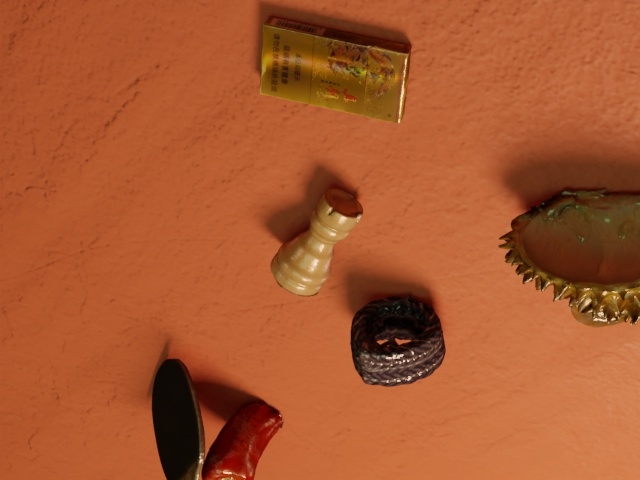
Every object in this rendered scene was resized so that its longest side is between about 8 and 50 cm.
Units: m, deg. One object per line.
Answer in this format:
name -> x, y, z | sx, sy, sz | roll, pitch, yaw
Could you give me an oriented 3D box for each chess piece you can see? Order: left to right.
chess piece -> 0.000, 0.000, 1.758 | 0.066, 0.066, 0.122 | 33, 124, -4

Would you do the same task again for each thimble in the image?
thimble -> 0.085, 0.113, 1.789 | 0.104, 0.095, 0.066 | -19, 134, -9

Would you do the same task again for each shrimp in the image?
shrimp -> 0.321, 0.066, 1.705 | 0.108, 0.023, 0.059 | -22, 124, 32

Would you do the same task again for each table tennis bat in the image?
table tennis bat -> -0.166, 0.263, 1.927 | 0.022, 0.247, 0.138 | -3, 153, -27

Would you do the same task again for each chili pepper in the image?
chili pepper -> -0.099, 0.256, 1.942 | 0.073, 0.123, 0.070 | 3, 125, 21

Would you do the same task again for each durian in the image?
durian -> 0.313, 0.018, 1.628 | 0.252, 0.139, 0.144 | 2, 163, 27

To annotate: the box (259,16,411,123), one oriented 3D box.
box -> 0.014, -0.176, 1.643 | 0.156, 0.022, 0.089 | 15, 129, 11
